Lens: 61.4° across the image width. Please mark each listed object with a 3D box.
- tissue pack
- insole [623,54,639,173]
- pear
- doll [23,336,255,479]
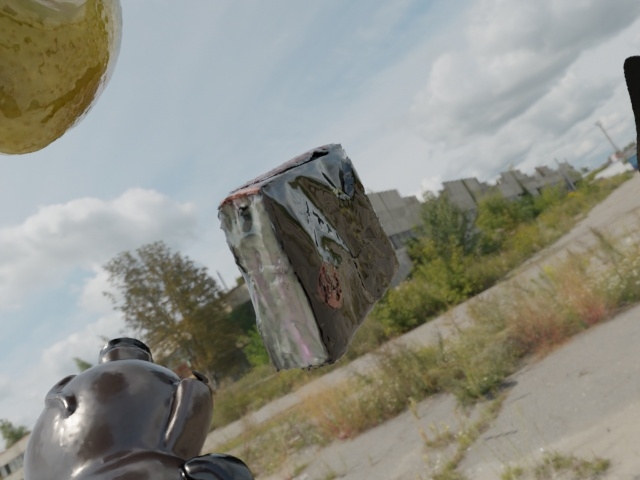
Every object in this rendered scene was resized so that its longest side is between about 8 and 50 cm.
[{"bbox_3d":[0.000,0.000,0.764,0.123,0.244,0.332,-16,12,24],"label":"tissue pack"},{"bbox_3d":[0.277,-0.084,0.448,0.002,0.152,0.053,-31,25,-1],"label":"insole"},{"bbox_3d":[-0.309,-0.196,0.470,0.271,0.271,0.271,-28,-9,-5],"label":"pear"},{"bbox_3d":[-0.144,0.178,0.391,0.182,0.257,0.117,-45,-48,-6],"label":"doll"}]
